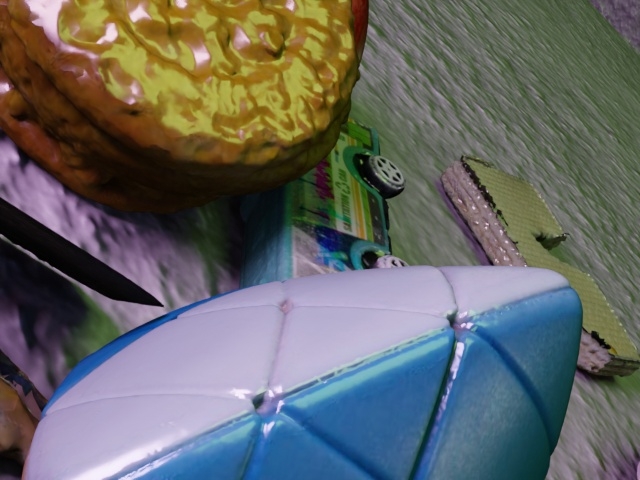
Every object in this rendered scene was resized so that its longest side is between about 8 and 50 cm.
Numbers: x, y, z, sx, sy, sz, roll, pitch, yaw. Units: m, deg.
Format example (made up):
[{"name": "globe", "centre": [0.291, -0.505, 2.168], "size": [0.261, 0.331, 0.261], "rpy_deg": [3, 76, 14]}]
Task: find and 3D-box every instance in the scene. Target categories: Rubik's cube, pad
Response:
[{"name": "Rubik's cube", "centre": [-0.028, 0.131, 0.398], "size": [0.254, 0.254, 0.254], "rpy_deg": [33, 31, -23]}, {"name": "pad", "centre": [-0.170, -0.016, 0.367], "size": [0.250, 0.055, 0.323], "rpy_deg": [35, 4, -18]}]

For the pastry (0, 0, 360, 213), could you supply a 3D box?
[{"name": "pastry", "centre": [-0.085, -0.138, 0.606], "size": [0.240, 0.132, 0.235], "rpy_deg": [30, 66, -24]}]

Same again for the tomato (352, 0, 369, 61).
[{"name": "tomato", "centre": [-0.033, -0.180, 0.792], "size": [0.167, 0.167, 0.167], "rpy_deg": [33, 31, -23]}]

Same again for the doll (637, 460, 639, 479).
[{"name": "doll", "centre": [0.381, 0.208, 0.851], "size": [0.269, 0.162, 0.167], "rpy_deg": [1, 66, -40]}]

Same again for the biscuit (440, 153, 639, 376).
[{"name": "biscuit", "centre": [0.223, 0.026, 0.985], "size": [0.147, 0.046, 0.250], "rpy_deg": [12, 42, -48]}]

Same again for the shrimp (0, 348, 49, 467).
[{"name": "shrimp", "centre": [-0.140, 0.125, 0.377], "size": [0.173, 0.058, 0.253], "rpy_deg": [16, 38, -56]}]

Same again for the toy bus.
[{"name": "toy bus", "centre": [0.000, 0.000, 0.685], "size": [0.109, 0.091, 0.262], "rpy_deg": [26, 32, -20]}]
